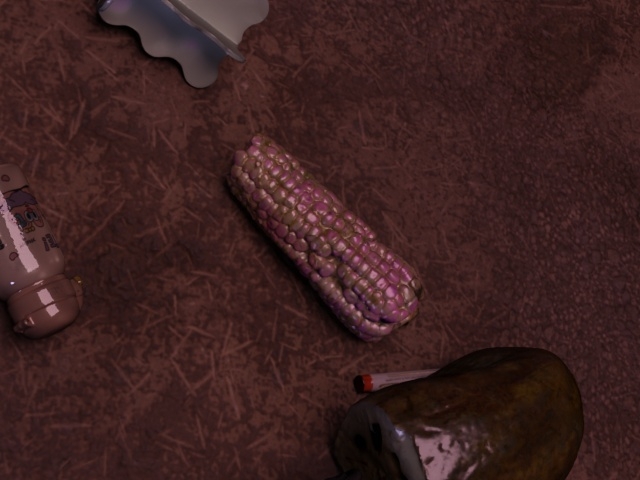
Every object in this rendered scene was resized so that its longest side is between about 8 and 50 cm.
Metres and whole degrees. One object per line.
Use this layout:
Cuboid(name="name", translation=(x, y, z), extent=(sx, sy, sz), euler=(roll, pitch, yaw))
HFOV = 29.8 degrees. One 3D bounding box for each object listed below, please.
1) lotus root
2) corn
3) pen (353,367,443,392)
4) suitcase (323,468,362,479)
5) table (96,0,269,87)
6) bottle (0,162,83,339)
Cuboid(name="lotus root", translation=(0.205, 0.265, 1.601), extent=(0.346, 0.250, 0.251), euler=(-20, 82, -36))
Cuboid(name="corn", translation=(0.002, -0.002, 1.655), extent=(0.335, 0.126, 0.127), euler=(44, 57, -5))
Cuboid(name="pen", translation=(0.156, 0.196, 1.718), extent=(0.239, 0.028, 0.028), euler=(-1, 73, -28))
Cuboid(name="suitcase", translation=(0.006, 0.494, 1.407), extent=(0.345, 0.188, 0.339), euler=(53, 43, -4))
Cuboid(name="table", translation=(-0.187, -0.320, 1.655), extent=(0.198, 0.166, 0.167), euler=(36, 59, -22))
Cuboid(name="bottle", translation=(-0.362, 0.016, 1.464), extent=(0.110, 0.097, 0.209), euler=(-23, 85, -50))
